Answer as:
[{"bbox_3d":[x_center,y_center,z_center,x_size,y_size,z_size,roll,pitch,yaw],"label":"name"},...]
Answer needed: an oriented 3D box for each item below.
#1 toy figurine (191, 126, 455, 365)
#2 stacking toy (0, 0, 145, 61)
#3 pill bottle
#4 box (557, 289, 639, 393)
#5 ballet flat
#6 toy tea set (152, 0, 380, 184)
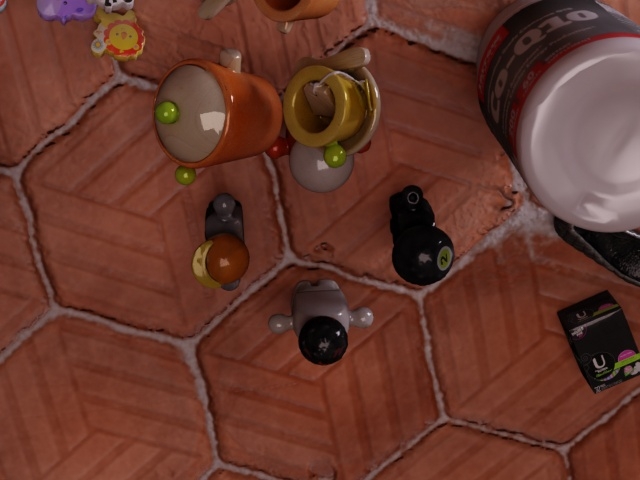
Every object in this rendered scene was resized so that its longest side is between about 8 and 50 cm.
[{"bbox_3d":[0.000,0.000,1.231,0.209,0.148,0.213,-43,108,11],"label":"toy figurine"},{"bbox_3d":[-0.264,-0.214,1.119,0.221,0.167,0.052,7,80,-7],"label":"stacking toy"},{"bbox_3d":[0.227,-0.128,1.127,0.161,0.283,0.161,-1,111,-4],"label":"pill bottle"},{"bbox_3d":[0.297,0.107,1.346,0.062,0.052,0.083,-24,110,3],"label":"box"},{"bbox_3d":[0.315,0.015,1.314,0.173,0.049,0.057,25,108,-13],"label":"ballet flat"},{"bbox_3d":[-0.077,-0.213,1.096,0.200,0.124,0.336,-15,84,38],"label":"toy tea set"}]
